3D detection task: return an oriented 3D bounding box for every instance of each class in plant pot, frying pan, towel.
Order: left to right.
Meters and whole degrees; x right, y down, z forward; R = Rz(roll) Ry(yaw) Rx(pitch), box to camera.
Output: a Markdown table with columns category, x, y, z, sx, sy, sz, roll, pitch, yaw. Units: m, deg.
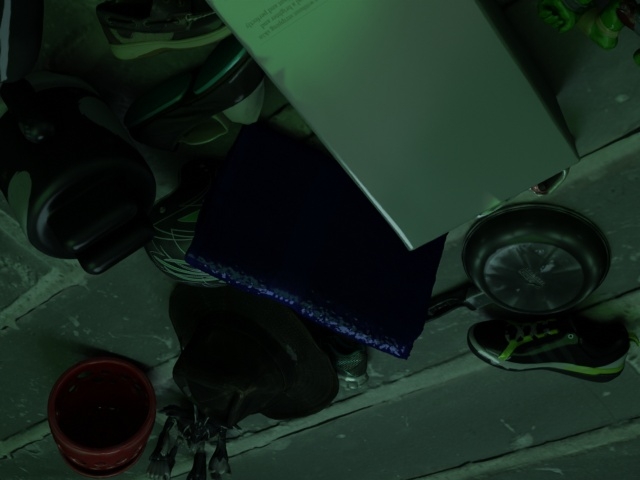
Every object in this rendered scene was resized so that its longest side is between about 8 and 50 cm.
| category | x | y | z | sx | sy | sz | roll | pitch | yaw |
| --- | --- | --- | --- | --- | --- | --- | --- | --- | --- |
| plant pot | -0.400 | 0.336 | 1.578 | 0.191 | 0.191 | 0.174 | 17 | 145 | 1 |
| towel | 0.000 | 0.000 | 1.079 | 0.308 | 0.228 | 0.076 | 25 | 149 | -8 |
| frying pan | 0.231 | 0.045 | 1.176 | 0.326 | 0.053 | 0.197 | -12 | 128 | 24 |

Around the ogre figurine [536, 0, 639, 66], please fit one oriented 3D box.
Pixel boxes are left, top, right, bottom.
| category | x | y | z | sx | sy | sz | roll | pitch | yaw |
| --- | --- | --- | --- | --- | --- | --- | --- | --- | --- |
| ogre figurine | 0.329 | -0.229 | 0.830 | 0.197 | 0.097 | 0.118 | 33 | 148 | 1 |

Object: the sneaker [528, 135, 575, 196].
| category | x | y | z | sx | sy | sz | roll | pitch | yaw |
| --- | --- | --- | --- | --- | --- | --- | --- | --- | --- |
| sneaker | 0.239 | -0.082 | 1.024 | 0.134 | 0.070 | 0.051 | -18 | 128 | 33 |

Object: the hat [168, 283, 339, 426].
| category | x | y | z | sx | sy | sz | roll | pitch | yaw |
| --- | --- | --- | --- | --- | --- | --- | --- | --- | --- |
| hat | -0.143 | 0.205 | 1.343 | 0.331 | 0.134 | 0.331 | 21 | 134 | 23 |

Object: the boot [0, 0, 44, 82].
| category | x | y | z | sx | sy | sz | roll | pitch | yaw |
| --- | --- | --- | --- | --- | --- | --- | --- | --- | --- |
| boot | -0.281 | -0.318 | 0.766 | 0.146 | 0.367 | 0.445 | 8 | 139 | -27 |

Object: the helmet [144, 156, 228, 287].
| category | x | y | z | sx | sy | sz | roll | pitch | yaw |
| --- | --- | --- | --- | --- | --- | --- | --- | --- | --- |
| helmet | -0.153 | -0.015 | 1.155 | 0.169 | 0.161 | 0.169 | 10 | 136 | 9 |

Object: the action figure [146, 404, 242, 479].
| category | x | y | z | sx | sy | sz | roll | pitch | yaw |
| --- | --- | --- | --- | --- | --- | --- | --- | --- | --- |
| action figure | -0.246 | 0.408 | 1.628 | 0.164 | 0.141 | 0.276 | 10 | 138 | -12 |

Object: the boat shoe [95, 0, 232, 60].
| category | x | y | z | sx | sy | sz | roll | pitch | yaw |
| --- | --- | --- | --- | --- | --- | --- | --- | --- | --- |
| boat shoe | -0.166 | -0.264 | 0.970 | 0.223 | 0.080 | 0.073 | -7 | 136 | 30 |

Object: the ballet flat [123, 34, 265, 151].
| category | x | y | z | sx | sy | sz | roll | pitch | yaw |
| --- | --- | --- | --- | --- | --- | --- | --- | --- | --- |
| ballet flat | -0.130 | -0.179 | 1.044 | 0.096 | 0.095 | 0.280 | 35 | 145 | -31 |

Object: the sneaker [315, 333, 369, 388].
| category | x | y | z | sx | sy | sz | roll | pitch | yaw |
| --- | --- | --- | --- | --- | --- | --- | --- | --- | --- |
| sneaker | 0.003 | 0.181 | 1.386 | 0.166 | 0.065 | 0.076 | 13 | 116 | 7 |

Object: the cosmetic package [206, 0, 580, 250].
| category | x | y | z | sx | sy | sz | roll | pitch | yaw |
| --- | --- | --- | --- | --- | --- | --- | --- | --- | --- |
| cosmetic package | 0.078 | -0.198 | 0.874 | 0.217 | 0.156 | 0.385 | -27 | 123 | 22 |

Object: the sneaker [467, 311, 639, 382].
| category | x | y | z | sx | sy | sz | roll | pitch | yaw |
| --- | --- | --- | --- | --- | --- | --- | --- | --- | --- |
| sneaker | 0.329 | 0.132 | 1.211 | 0.234 | 0.084 | 0.097 | 7 | 129 | 1 |

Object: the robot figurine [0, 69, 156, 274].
| category | x | y | z | sx | sy | sz | roll | pitch | yaw |
| --- | --- | --- | --- | --- | --- | --- | --- | --- | --- |
| robot figurine | -0.311 | -0.092 | 1.065 | 0.173 | 0.278 | 0.209 | -9 | 138 | -39 |
